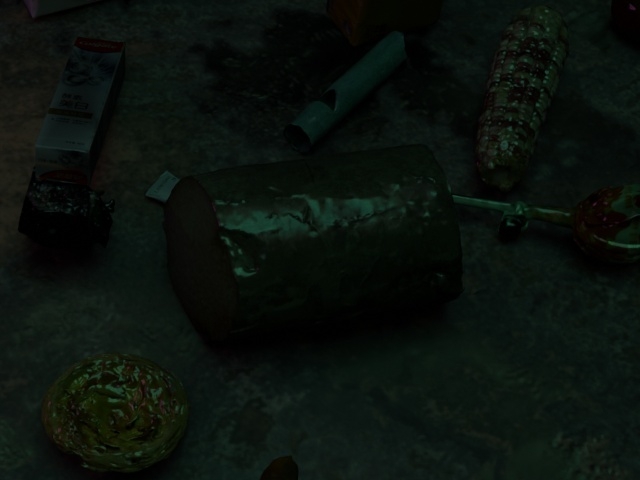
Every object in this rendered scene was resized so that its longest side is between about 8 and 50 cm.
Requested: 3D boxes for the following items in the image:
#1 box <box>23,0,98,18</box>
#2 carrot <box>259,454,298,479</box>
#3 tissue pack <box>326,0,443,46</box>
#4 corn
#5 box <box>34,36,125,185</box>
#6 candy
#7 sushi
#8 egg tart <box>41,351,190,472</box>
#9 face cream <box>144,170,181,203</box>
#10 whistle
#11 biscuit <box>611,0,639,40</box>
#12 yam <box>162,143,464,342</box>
[{"bbox_3d":[-0.280,-0.391,1.536,0.194,0.111,0.260,-19,57,-20],"label":"box"},{"bbox_3d":[-0.055,0.264,1.127,0.061,0.061,0.210,17,50,5],"label":"carrot"},{"bbox_3d":[0.081,-0.299,1.482,0.120,0.169,0.082,-19,62,-21],"label":"tissue pack"},{"bbox_3d":[0.212,-0.150,1.451,0.079,0.079,0.237,15,56,4],"label":"corn"},{"bbox_3d":[-0.236,-0.133,1.361,0.055,0.040,0.218,6,36,-2],"label":"box"},{"bbox_3d":[0.199,-0.033,1.370,0.287,0.084,0.078,10,58,9],"label":"candy"},{"bbox_3d":[-0.238,-0.026,1.292,0.084,0.056,0.083,10,18,-7],"label":"sushi"},{"bbox_3d":[-0.177,0.155,1.193,0.128,0.049,0.129,5,48,-5],"label":"egg tart"},{"bbox_3d":[-0.118,-0.033,1.354,0.115,0.020,0.038,27,56,16],"label":"face cream"},{"bbox_3d":[0.032,-0.160,1.454,0.039,0.039,0.186,35,57,17],"label":"whistle"},{"bbox_3d":[0.415,-0.303,1.463,0.064,0.283,0.432,-22,67,-43],"label":"biscuit"},{"bbox_3d":[0.000,0.000,1.264,0.267,0.161,0.161,-8,56,-15],"label":"yam"}]
